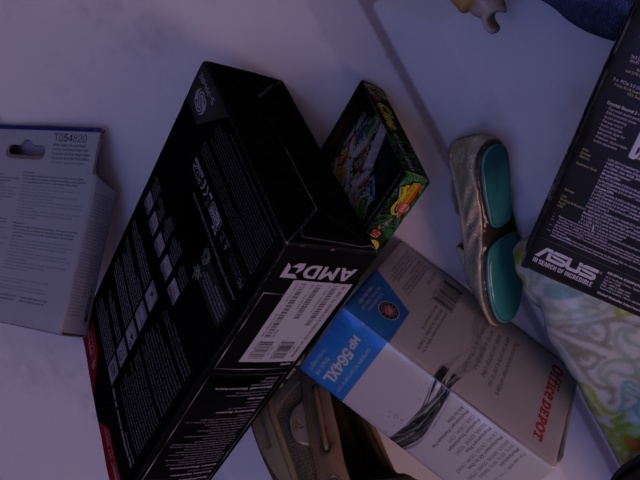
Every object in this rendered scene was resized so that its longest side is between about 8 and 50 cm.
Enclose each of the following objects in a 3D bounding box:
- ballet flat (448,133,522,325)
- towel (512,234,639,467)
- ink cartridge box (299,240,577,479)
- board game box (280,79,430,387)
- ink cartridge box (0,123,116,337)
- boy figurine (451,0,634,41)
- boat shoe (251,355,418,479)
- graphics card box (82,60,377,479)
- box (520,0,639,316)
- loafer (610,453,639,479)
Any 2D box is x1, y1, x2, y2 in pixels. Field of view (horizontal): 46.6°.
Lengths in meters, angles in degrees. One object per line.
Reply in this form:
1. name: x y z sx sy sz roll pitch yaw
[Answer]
1. ballet flat: 0.140 -0.010 0.640 0.052 0.057 0.168 15 117 52
2. towel: 0.367 0.109 0.549 0.320 0.090 0.374 -25 99 32
3. ink cartridge box: 0.107 0.113 0.643 0.203 0.148 0.086 38 122 7
4. board game box: 0.000 0.000 0.667 0.030 0.136 0.260 12 129 -29
5. ink cartridge box: -0.334 -0.017 0.837 0.223 0.045 0.224 7 83 27
6. boy figurine: 0.133 -0.242 0.511 0.285 0.092 0.177 34 125 5
7. boat shoe: 0.045 0.267 0.710 0.110 0.121 0.341 -39 68 22
8. graphics card box: -0.114 0.052 0.693 0.371 0.094 0.233 -58 42 33
9. box: 0.303 -0.034 0.420 0.307 0.076 0.242 25 122 17
10. loafer: 0.340 0.187 0.490 0.302 0.095 0.109 -14 105 32
